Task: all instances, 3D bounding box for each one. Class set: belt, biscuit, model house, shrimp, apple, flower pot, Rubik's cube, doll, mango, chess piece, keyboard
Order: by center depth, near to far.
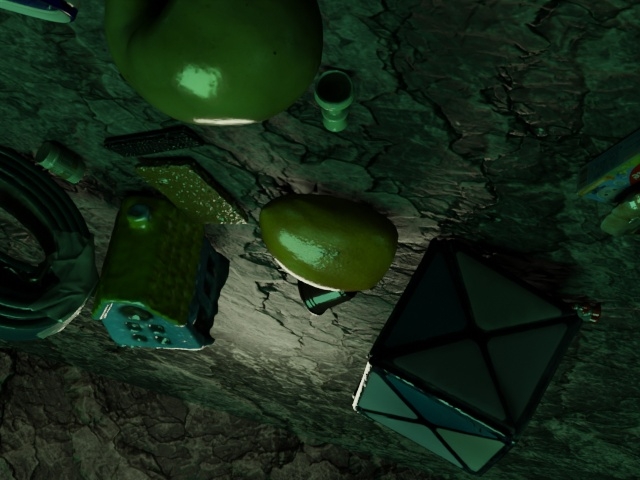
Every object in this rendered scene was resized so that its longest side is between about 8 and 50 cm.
[{"bbox_3d":[-0.125,-0.262,1.386,0.263,0.262,0.262,11,158,5],"label":"apple"},{"bbox_3d":[0.020,-0.195,1.707,0.059,0.059,0.149,12,163,3],"label":"chess piece"},{"bbox_3d":[0.514,-0.026,1.793,0.164,0.062,0.317,-8,160,7],"label":"shrimp"},{"bbox_3d":[-0.288,-0.166,1.988,0.196,0.018,0.060,-4,155,37],"label":"keyboard"},{"bbox_3d":[0.000,0.000,2.071,0.257,0.138,0.187,15,147,-21],"label":"mango"},{"bbox_3d":[-0.235,-0.089,2.131,0.131,0.025,0.231,0,154,27],"label":"biscuit"},{"bbox_3d":[0.257,0.222,2.146,0.310,0.305,0.307,31,159,8],"label":"Rubik's cube"},{"bbox_3d":[-0.617,-0.003,2.158,0.436,0.300,0.173,40,156,-9],"label":"belt"},{"bbox_3d":[0.446,0.135,2.254,0.195,0.062,0.104,3,169,5],"label":"doll"},{"bbox_3d":[-0.331,0.061,2.272,0.216,0.237,0.303,3,156,14],"label":"model house"},{"bbox_3d":[0.019,0.089,2.334,0.089,0.111,0.111,-17,145,29],"label":"flower pot"}]

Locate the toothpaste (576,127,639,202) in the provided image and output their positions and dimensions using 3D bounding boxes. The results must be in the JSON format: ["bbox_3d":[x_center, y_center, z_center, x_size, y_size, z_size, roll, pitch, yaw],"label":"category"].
[{"bbox_3d":[0.454,-0.109,1.682,0.070,0.044,0.193,16,158,-15],"label":"toothpaste"}]

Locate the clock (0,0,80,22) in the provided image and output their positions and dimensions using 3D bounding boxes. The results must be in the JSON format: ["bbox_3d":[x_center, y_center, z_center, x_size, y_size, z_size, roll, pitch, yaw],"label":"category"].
[{"bbox_3d":[-0.409,-0.347,1.450,0.231,0.083,0.230,19,180,0],"label":"clock"}]

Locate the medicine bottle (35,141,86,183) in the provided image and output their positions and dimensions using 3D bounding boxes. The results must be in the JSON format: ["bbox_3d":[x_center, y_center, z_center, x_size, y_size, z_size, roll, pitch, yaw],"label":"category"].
[{"bbox_3d":[-0.473,-0.142,2.109,0.047,0.047,0.083,-8,151,41],"label":"medicine bottle"}]
